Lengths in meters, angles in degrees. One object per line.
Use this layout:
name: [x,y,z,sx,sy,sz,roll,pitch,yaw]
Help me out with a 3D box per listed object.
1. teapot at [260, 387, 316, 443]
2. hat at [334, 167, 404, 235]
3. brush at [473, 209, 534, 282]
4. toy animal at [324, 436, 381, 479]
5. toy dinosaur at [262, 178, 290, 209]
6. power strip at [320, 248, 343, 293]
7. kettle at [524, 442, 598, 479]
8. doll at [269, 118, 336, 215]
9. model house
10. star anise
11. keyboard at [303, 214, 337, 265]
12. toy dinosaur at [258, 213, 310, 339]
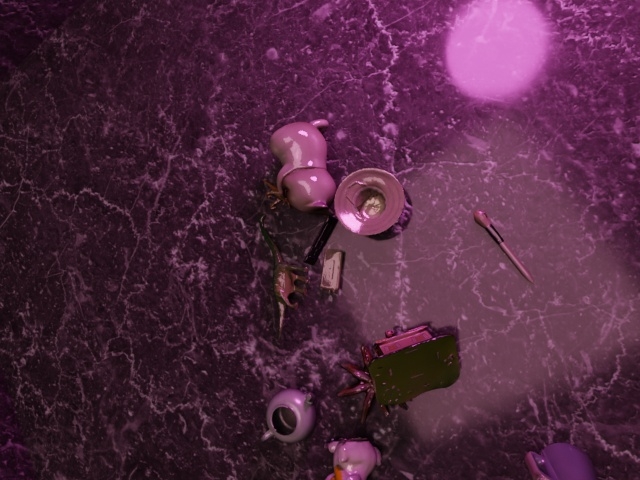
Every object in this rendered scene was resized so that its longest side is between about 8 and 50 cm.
teapot: [-0.113,0.648,1.615,0.294,0.129,0.193,-45,72,11]
hat: [0.184,-0.129,1.586,0.252,0.110,0.251,-2,81,14]
brush: [0.612,0.016,1.458,0.042,0.039,0.299,-39,75,12]
toy animal: [0.110,0.829,1.473,0.183,0.247,0.309,-21,62,34]
toy dinosaur: [-0.160,-0.197,1.761,0.126,0.039,0.162,-18,74,8]
power strip: [0.043,0.117,1.660,0.076,0.028,0.168,6,86,20]
kettle: [0.696,0.685,1.259,0.211,0.243,0.159,33,97,21]
doll: [-0.063,-0.271,1.637,0.226,0.215,0.370,-7,80,3]
model house: [0.294,0.399,1.474,0.294,0.154,0.207,-17,112,-5]
star anise: [0.193,0.503,1.538,0.288,0.088,0.288,-4,74,14]
keyboard: [0.000,0.000,1.669,0.013,0.061,0.204,33,97,39]
toy dinosaur: [-0.190,0.136,1.716,0.301,0.087,0.446,18,87,22]
